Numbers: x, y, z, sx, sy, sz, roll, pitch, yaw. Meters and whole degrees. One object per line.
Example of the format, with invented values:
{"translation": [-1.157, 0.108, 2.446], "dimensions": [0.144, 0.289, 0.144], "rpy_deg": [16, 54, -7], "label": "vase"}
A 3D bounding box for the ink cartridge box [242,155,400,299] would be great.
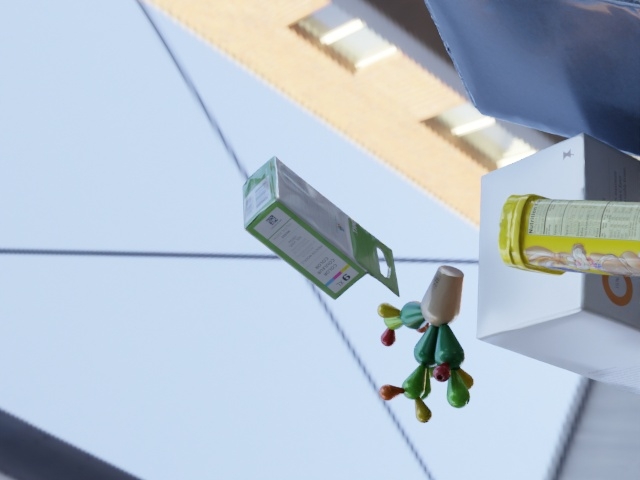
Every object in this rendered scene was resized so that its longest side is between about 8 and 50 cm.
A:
{"translation": [0.000, 0.000, 1.651], "dimensions": [0.209, 0.062, 0.109], "rpy_deg": [38, -158, -24], "label": "ink cartridge box"}

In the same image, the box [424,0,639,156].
{"translation": [0.446, -0.351, 1.541], "dimensions": [0.472, 0.480, 0.297], "rpy_deg": [-55, -41, -18], "label": "box"}

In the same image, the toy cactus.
{"translation": [0.130, 0.116, 1.680], "dimensions": [0.112, 0.219, 0.180], "rpy_deg": [8, -68, -15], "label": "toy cactus"}

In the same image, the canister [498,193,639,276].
{"translation": [0.272, -0.001, 1.269], "dimensions": [0.126, 0.170, 0.073], "rpy_deg": [11, -96, -55], "label": "canister"}

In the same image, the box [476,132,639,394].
{"translation": [0.368, 0.045, 1.605], "dimensions": [0.345, 0.168, 0.215], "rpy_deg": [21, -118, -33], "label": "box"}
